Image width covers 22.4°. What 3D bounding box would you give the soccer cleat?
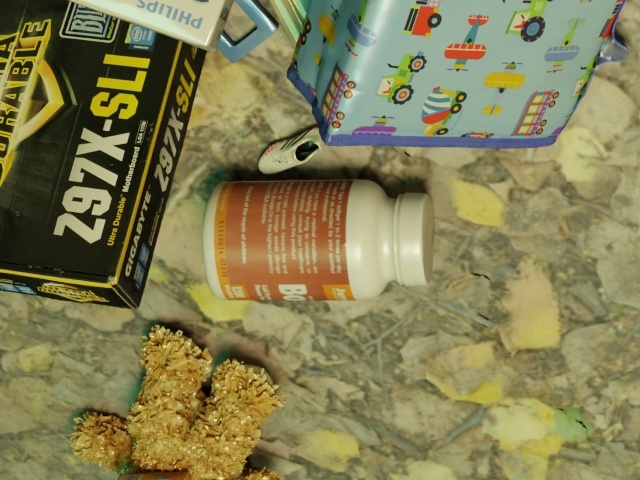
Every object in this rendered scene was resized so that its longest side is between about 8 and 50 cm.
[{"bbox_3d":[-0.029,-0.086,1.604,0.083,0.035,0.029,-26,115,25],"label":"soccer cleat"}]

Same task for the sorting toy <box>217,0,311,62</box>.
[{"bbox_3d":[0.020,-0.267,1.469,0.348,0.047,0.196,-19,117,22],"label":"sorting toy"}]

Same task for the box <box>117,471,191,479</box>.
[{"bbox_3d":[-0.173,0.320,1.777,0.081,0.028,0.136,-4,109,14],"label":"box"}]

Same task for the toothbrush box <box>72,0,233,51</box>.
[{"bbox_3d":[-0.140,-0.325,1.350,0.206,0.122,0.283,19,93,-2],"label":"toothbrush box"}]

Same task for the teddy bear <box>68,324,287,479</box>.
[{"bbox_3d":[-0.157,0.248,1.805,0.245,0.113,0.338,34,123,-8],"label":"teddy bear"}]

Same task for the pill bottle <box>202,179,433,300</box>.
[{"bbox_3d":[0.000,0.000,1.603,0.216,0.121,0.121,0,123,12],"label":"pill bottle"}]

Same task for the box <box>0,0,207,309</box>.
[{"bbox_3d":[-0.253,-0.110,1.460,0.257,0.322,0.079,8,160,14],"label":"box"}]

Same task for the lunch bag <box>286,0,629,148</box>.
[{"bbox_3d":[0.150,-0.192,1.424,0.293,0.138,0.221,6,122,-23],"label":"lunch bag"}]
